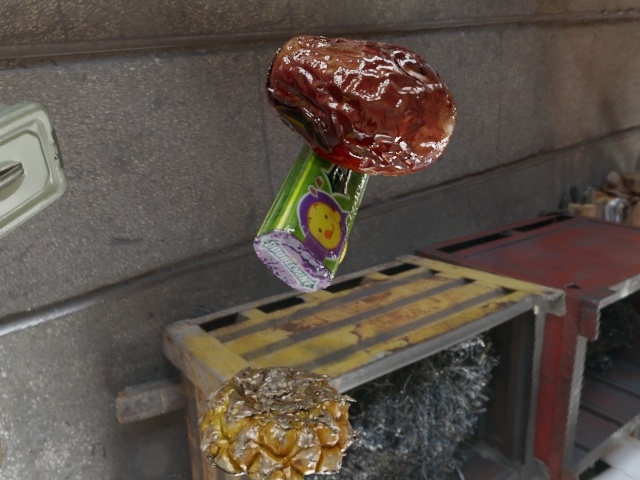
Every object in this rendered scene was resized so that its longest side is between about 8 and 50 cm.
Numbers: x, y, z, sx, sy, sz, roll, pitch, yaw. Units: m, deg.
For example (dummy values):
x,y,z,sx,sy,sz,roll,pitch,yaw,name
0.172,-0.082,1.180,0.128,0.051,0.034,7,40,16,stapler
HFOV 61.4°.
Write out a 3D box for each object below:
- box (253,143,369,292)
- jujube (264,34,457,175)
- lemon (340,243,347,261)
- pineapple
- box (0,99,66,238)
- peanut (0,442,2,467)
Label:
x,y,z,sx,sy,sz,roll,pitch,yaw,name
0.005,-0.086,0.906,0.134,0.097,0.346,45,44,-25,box
0.062,-0.209,0.821,0.290,0.197,0.197,23,90,6,jujube
0.000,0.000,1.125,0.114,0.114,0.155,25,46,-39,lemon
-0.052,0.214,0.678,0.224,0.224,0.076,-7,110,-36,pineapple
-0.367,-0.072,0.563,0.172,0.092,0.124,-56,157,-49,box
-0.315,0.200,0.322,0.140,0.153,0.325,40,98,-26,peanut
